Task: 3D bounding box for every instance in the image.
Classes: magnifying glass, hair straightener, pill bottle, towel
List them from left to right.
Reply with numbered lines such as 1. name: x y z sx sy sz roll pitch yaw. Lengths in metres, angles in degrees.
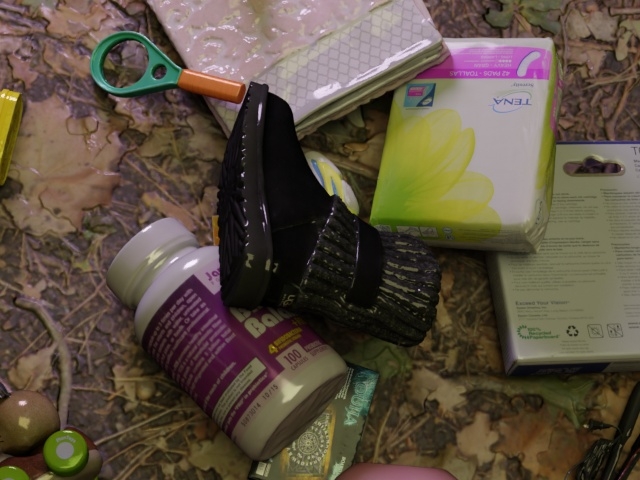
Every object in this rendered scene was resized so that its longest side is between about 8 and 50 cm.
1. magnifying glass: -0.208 -0.224 1.752 0.231 0.026 0.092 17 81 18
2. pill bottle: -0.124 0.114 1.619 0.169 0.169 0.301 -41 73 -19
3. towel: -0.037 -0.305 1.781 0.331 0.053 0.317 -30 72 -2
4. hair straightener: 0.382 0.277 1.735 0.089 0.047 0.230 34 75 2

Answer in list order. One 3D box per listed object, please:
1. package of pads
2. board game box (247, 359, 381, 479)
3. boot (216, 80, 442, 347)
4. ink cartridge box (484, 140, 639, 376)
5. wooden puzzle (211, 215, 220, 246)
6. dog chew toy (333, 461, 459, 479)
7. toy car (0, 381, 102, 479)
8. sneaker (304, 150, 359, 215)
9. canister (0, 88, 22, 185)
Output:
1. package of pads: 0.207 -0.131 1.755 0.229 0.101 0.297 4 69 20
2. board game box: -0.007 0.240 1.684 0.126 0.026 0.186 20 70 -3
3. boot: 0.008 -0.032 1.621 0.260 0.131 0.348 10 54 -18
4. ink cartridge box: 0.390 0.021 1.795 0.324 0.071 0.330 -1 63 -10
5. wooden puzzle: -0.092 0.004 1.751 0.116 0.014 0.079 7 72 -8
6. dog chew toy: 0.086 0.436 1.553 0.206 0.206 0.332 6 79 -8
7. toy car: -0.367 0.239 1.563 0.149 0.155 0.188 -32 71 -18
8. sneaker: 0.000 0.000 1.728 0.126 0.091 0.240 -25 74 -10
9. canister: -0.488 -0.149 1.701 0.169 0.073 0.126 11 71 -5
